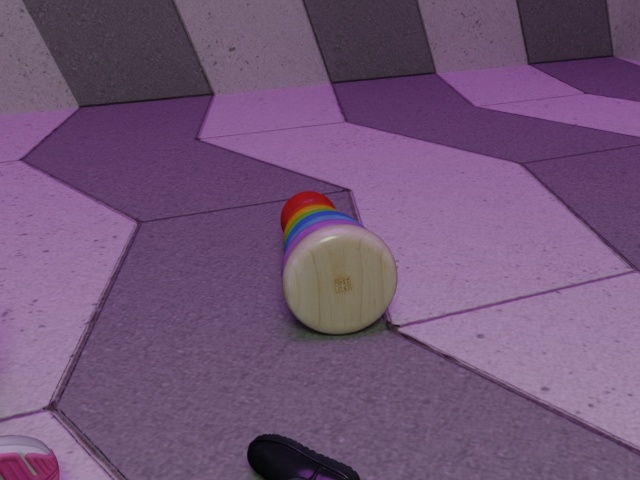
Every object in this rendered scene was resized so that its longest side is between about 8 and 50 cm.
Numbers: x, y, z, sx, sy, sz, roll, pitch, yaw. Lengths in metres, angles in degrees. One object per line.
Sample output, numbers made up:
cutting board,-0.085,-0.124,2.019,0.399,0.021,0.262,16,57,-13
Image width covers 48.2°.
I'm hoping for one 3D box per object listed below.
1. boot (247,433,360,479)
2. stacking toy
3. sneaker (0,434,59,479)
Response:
boot,-0.035,0.217,0.594,0.121,0.045,0.099,11,32,30
stacking toy,0.000,0.000,0.996,0.141,0.141,0.330,-5,20,-8
sneaker,-0.342,0.199,0.568,0.252,0.103,0.111,-9,26,-20
